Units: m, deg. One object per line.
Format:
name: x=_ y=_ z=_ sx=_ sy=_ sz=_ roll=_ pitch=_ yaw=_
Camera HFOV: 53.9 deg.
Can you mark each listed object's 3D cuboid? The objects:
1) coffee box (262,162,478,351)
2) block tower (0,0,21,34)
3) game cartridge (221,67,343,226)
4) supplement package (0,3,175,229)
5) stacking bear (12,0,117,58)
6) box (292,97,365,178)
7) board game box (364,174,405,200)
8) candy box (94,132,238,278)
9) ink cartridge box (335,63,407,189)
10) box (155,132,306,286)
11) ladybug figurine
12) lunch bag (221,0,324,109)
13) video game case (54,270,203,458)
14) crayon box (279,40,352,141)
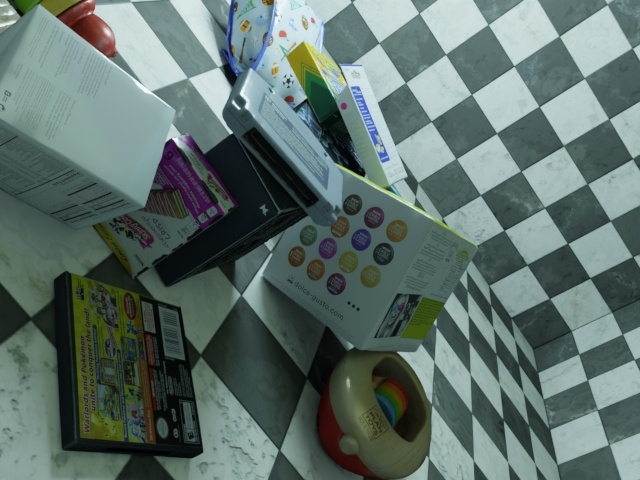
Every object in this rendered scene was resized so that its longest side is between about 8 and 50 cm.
coffee box: x=0.131 y=0.048 z=1.573 sx=0.337 sy=0.335 sz=0.338 roll=33 pitch=8 yaw=32
block tower: x=-0.589 y=-0.376 z=1.092 sx=0.335 sy=0.090 sz=0.097 roll=52 pitch=22 yaw=-16
game cartridge: x=-0.064 y=-0.181 z=1.206 sx=0.297 sy=0.062 sz=0.198 roll=47 pitch=20 yaw=-24
supplement package: x=-0.410 y=-0.176 z=0.991 sx=0.262 sy=0.198 sz=0.200 roll=37 pitch=52 yaw=-42
stacking bear: x=-0.534 y=-0.484 z=1.278 sx=0.289 sy=0.164 sz=0.175 roll=55 pitch=22 yaw=-20
box: x=-0.037 y=-0.234 z=1.895 sx=0.294 sy=0.212 sz=0.395 roll=50 pitch=23 yaw=-13
board game box: x=0.188 y=-0.036 z=2.054 sx=0.336 sy=0.253 sz=0.079 roll=44 pitch=14 yaw=-31
candy box: x=-0.285 y=-0.059 z=1.121 sx=0.159 sy=0.233 sz=0.071 roll=55 pitch=22 yaw=-5
ink cartridge box: x=0.139 y=-0.333 z=1.849 sx=0.175 sy=0.069 sz=0.371 roll=-29 pitch=99 yaw=-61
box: x=-0.175 y=-0.075 z=1.290 sx=0.183 sy=0.296 sz=0.294 roll=59 pitch=22 yaw=2
ladybug figurine: x=0.119 y=0.401 z=1.464 sx=0.305 sy=0.161 sz=0.449 roll=61 pitch=22 yaw=10
lunch bag: x=-0.160 y=-0.651 z=2.157 sx=0.327 sy=0.238 sz=0.386 roll=27 pitch=60 yaw=-54
video game case: x=-0.304 y=0.202 z=1.006 sx=0.248 sy=0.035 sz=0.275 roll=29 pitch=36 yaw=-51
crayon box: x=0.014 y=-0.481 z=1.960 sx=0.203 sy=0.083 sz=0.323 roll=15 pitch=44 yaw=-58
